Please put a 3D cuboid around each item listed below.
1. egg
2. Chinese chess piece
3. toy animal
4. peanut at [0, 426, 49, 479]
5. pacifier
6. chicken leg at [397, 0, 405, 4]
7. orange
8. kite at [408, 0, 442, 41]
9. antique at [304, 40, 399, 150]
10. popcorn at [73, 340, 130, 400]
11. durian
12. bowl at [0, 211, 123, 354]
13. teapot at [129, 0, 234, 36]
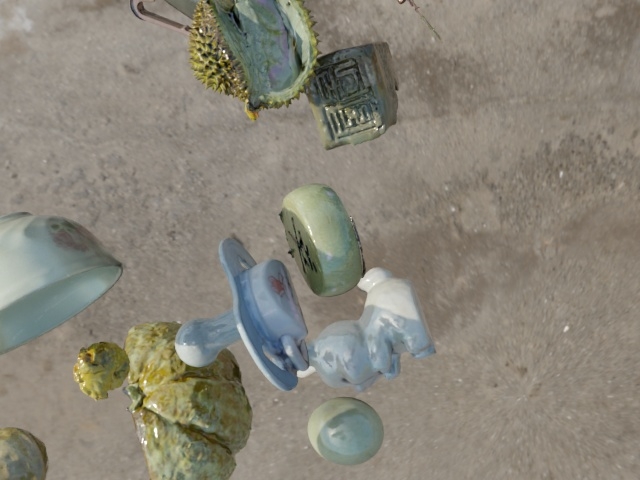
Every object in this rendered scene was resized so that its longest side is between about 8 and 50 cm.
[{"bbox_3d":[0.041,0.323,1.333,0.152,0.114,0.114,-7,74,53],"label":"egg"},{"bbox_3d":[0.000,0.000,1.279,0.083,0.188,0.188,-19,74,-14],"label":"Chinese chess piece"},{"bbox_3d":[0.076,0.228,1.818,0.367,0.196,0.241,-31,66,6],"label":"toy animal"},{"bbox_3d":[-0.448,0.331,0.973,0.298,0.120,0.136,-34,82,17],"label":"peanut"},{"bbox_3d":[-0.136,0.143,1.315,0.226,0.238,0.287,-24,55,9],"label":"pacifier"},{"bbox_3d":[0.188,-0.495,1.457,0.219,0.089,0.048,-44,98,-26],"label":"chicken leg"},{"bbox_3d":[-0.244,0.316,1.518,0.210,0.271,0.369,-22,55,-2],"label":"orange"},{"bbox_3d":[0.233,-0.573,1.911,0.014,0.183,0.241,-35,83,12],"label":"kite"},{"bbox_3d":[0.060,-0.269,1.333,0.125,0.284,0.150,-13,109,14],"label":"antique"},{"bbox_3d":[-0.329,0.184,1.148,0.084,0.084,0.084,-3,78,14],"label":"popcorn"},{"bbox_3d":[-0.103,-0.263,1.162,0.193,0.138,0.237,7,64,-11],"label":"durian"},{"bbox_3d":[-0.437,0.054,1.120,0.277,0.277,0.145,-36,83,6],"label":"bowl"},{"bbox_3d":[-0.341,-0.651,1.920,0.344,0.300,0.253,21,40,4],"label":"teapot"}]
